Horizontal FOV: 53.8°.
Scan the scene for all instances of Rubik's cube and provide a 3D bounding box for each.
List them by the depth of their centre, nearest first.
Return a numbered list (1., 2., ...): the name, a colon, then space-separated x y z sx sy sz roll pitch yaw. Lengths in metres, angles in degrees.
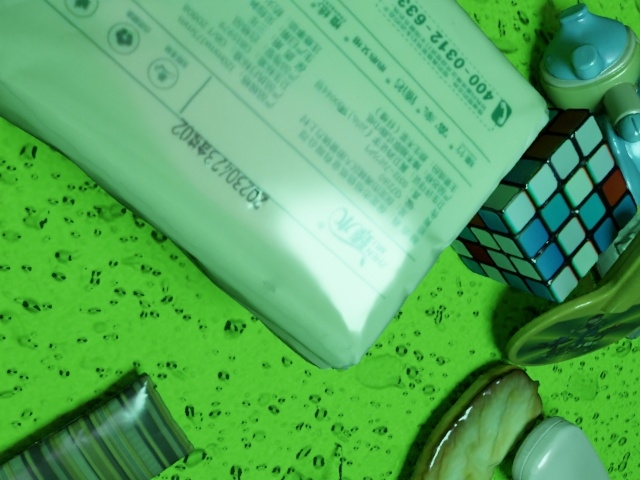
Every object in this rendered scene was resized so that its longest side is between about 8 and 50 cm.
1. Rubik's cube: 0.232 -0.047 0.723 0.155 0.154 0.151 -45 117 -11

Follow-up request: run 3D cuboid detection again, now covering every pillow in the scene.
1. pillow: -0.234 0.225 0.615 0.203 0.038 0.113 -31 116 -17

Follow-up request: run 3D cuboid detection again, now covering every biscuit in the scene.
1. biscuit: 0.185 0.293 0.831 0.299 0.045 0.154 -52 124 -8

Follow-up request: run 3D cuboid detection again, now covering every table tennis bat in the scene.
1. table tennis bat: 0.338 0.078 0.761 0.198 0.050 0.321 -9 149 -12

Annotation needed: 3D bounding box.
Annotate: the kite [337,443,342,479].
1. kite: 0.024 0.314 0.726 0.011 0.139 0.157 6 60 -12

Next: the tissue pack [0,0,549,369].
1. tissue pack: -0.054 -0.121 0.510 0.380 0.207 0.297 44 80 -17

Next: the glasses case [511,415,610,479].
1. glasses case: 0.354 0.357 0.900 0.113 0.075 0.297 -45 127 -13

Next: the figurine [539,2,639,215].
1. figurine: 0.353 -0.143 0.758 0.153 0.180 0.262 -35 124 5

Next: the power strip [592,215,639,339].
1. power strip: 0.495 0.027 0.920 0.198 0.064 0.213 -43 115 -15
